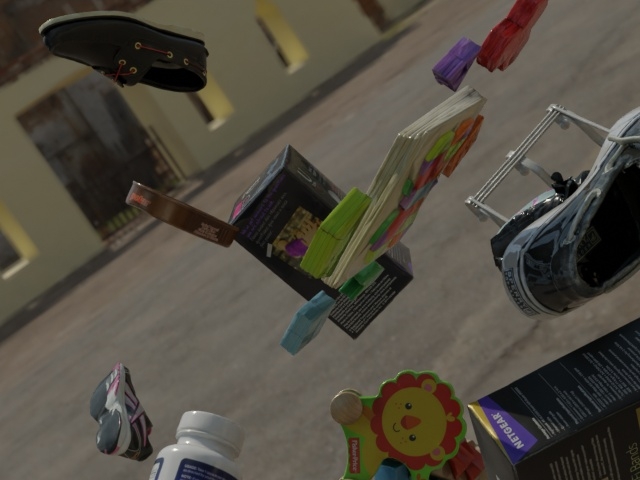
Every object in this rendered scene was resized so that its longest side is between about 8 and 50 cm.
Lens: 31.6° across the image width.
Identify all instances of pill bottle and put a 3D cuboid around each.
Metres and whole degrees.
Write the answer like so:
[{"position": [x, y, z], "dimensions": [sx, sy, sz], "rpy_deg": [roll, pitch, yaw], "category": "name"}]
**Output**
[{"position": [-0.156, 0.309, 1.369], "dimensions": [0.112, 0.112, 0.186], "rpy_deg": [-22, 43, 50], "category": "pill bottle"}]

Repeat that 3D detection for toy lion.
[{"position": [0.056, 0.142, 0.803], "dimensions": [0.096, 0.100, 0.034], "rpy_deg": [-1, -3, 8], "category": "toy lion"}]

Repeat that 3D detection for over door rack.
[{"position": [0.402, -0.082, 1.814], "dimensions": [0.239, 0.108, 0.324], "rpy_deg": [-49, 28, -3], "category": "over door rack"}]

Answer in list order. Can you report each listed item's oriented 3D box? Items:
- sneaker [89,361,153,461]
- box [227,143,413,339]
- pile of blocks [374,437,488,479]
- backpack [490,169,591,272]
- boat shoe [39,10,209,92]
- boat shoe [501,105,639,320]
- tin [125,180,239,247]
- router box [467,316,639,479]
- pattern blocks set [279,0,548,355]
[{"position": [-0.279, 0.254, 1.616], "dimensions": [0.072, 0.077, 0.178], "rpy_deg": [-43, 32, 19], "category": "sneaker"}, {"position": [0.000, 0.000, 1.782], "dimensions": [0.143, 0.270, 0.165], "rpy_deg": [-47, 10, 13], "category": "box"}, {"position": [0.178, 0.323, 1.501], "dimensions": [0.113, 0.362, 0.149], "rpy_deg": [2, 65, 46], "category": "pile of blocks"}, {"position": [0.316, 0.004, 1.479], "dimensions": [0.115, 0.152, 0.182], "rpy_deg": [-6, -19, -42], "category": "backpack"}, {"position": [-0.132, -0.129, 0.784], "dimensions": [0.049, 0.042, 0.133], "rpy_deg": [-19, -15, 42], "category": "boat shoe"}, {"position": [0.284, -0.045, 0.994], "dimensions": [0.306, 0.113, 0.105], "rpy_deg": [-34, 4, -31], "category": "boat shoe"}, {"position": [-0.189, -0.034, 1.547], "dimensions": [0.190, 0.106, 0.040], "rpy_deg": [25, -87, -57], "category": "tin"}, {"position": [0.275, 0.212, 0.955], "dimensions": [0.243, 0.308, 0.081], "rpy_deg": [-25, 35, -8], "category": "router box"}, {"position": [0.074, -0.047, 0.962], "dimensions": [0.285, 0.026, 0.325], "rpy_deg": [-41, -17, -42], "category": "pattern blocks set"}]
